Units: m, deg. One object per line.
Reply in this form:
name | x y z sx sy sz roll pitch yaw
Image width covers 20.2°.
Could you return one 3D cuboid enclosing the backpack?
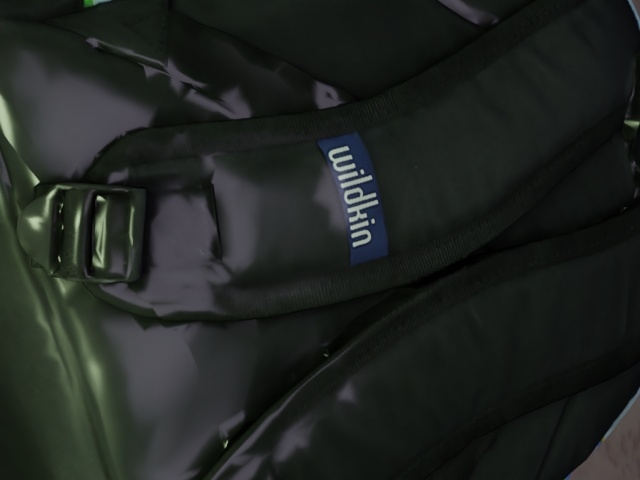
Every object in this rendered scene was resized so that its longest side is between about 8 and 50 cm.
backpack | 0.000 0.000 0.704 0.355 0.273 0.290 -25 102 -31
